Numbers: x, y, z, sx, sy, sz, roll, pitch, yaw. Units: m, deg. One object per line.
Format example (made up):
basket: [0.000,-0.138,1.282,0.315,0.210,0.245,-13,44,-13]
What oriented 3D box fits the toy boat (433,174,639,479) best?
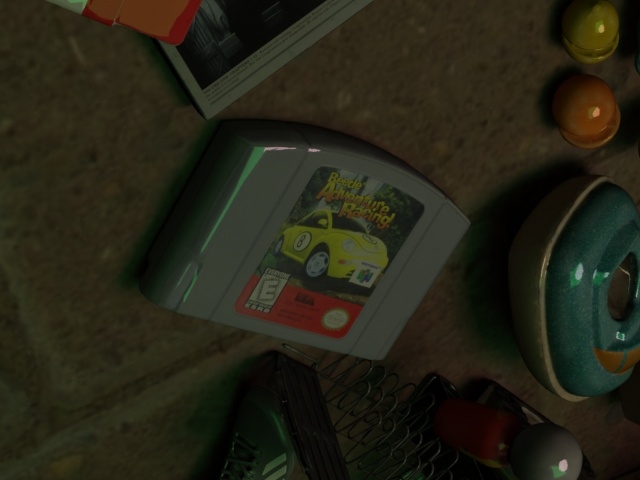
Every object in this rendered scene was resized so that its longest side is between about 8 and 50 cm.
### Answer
toy boat: [0.252,0.108,1.282,0.318,0.148,0.267,-51,139,-26]

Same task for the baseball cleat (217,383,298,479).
baseball cleat: [-0.075,0.239,1.257,0.109,0.072,0.206,-32,137,-39]

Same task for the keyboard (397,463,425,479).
keyboard: [0.033,0.342,1.457,0.256,0.014,0.072,-35,134,-8]

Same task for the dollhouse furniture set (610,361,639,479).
dollhouse furniture set: [0.540,0.310,1.535,0.256,0.362,0.394,-17,100,-14]

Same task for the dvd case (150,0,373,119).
dvd case: [-0.069,-0.227,0.963,0.179,0.029,0.239,-37,135,-6]

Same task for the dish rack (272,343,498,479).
dish rack: [0.068,0.202,1.254,0.074,0.208,0.271,-40,135,20]

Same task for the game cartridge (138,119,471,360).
game cartridge: [0.000,0.000,1.160,0.294,0.060,0.196,17,107,-40]

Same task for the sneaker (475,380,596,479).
sneaker: [0.231,0.344,1.330,0.158,0.410,0.182,29,113,-33]

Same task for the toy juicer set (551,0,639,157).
toy juicer set: [0.333,-0.213,1.194,0.209,0.089,0.329,17,121,-11]

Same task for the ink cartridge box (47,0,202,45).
ink cartridge box: [-0.174,-0.231,0.822,0.231,0.078,0.134,20,110,-27]
